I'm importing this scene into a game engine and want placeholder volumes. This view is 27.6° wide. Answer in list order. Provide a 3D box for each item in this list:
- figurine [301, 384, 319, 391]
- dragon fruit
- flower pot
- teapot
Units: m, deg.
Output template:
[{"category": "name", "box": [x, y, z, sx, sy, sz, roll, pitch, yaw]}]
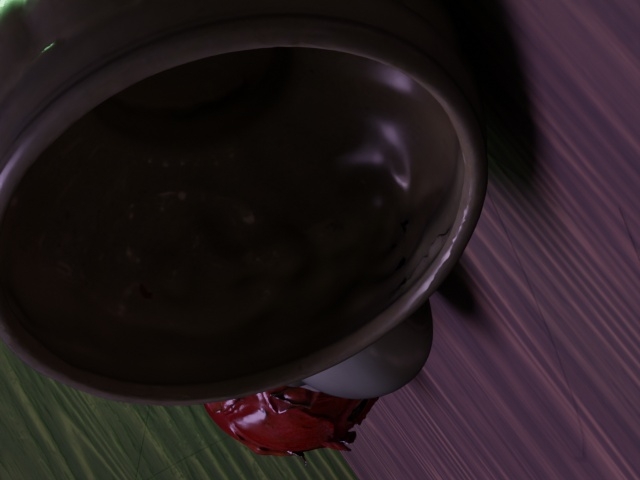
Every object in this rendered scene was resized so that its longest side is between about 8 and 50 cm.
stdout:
[{"category": "figurine", "box": [-0.065, 0.060, 1.306, 0.308, 0.143, 0.308, 16, -173, -2]}, {"category": "dragon fruit", "box": [-0.044, 0.136, 1.553, 0.252, 0.241, 0.241, 21, 169, 2]}, {"category": "flower pot", "box": [-0.068, -0.080, 0.753, 0.307, 0.307, 0.244, 66, -176, -49]}, {"category": "teapot", "box": [0.015, 0.035, 1.136, 0.318, 0.149, 0.220, 9, -120, -70]}]
